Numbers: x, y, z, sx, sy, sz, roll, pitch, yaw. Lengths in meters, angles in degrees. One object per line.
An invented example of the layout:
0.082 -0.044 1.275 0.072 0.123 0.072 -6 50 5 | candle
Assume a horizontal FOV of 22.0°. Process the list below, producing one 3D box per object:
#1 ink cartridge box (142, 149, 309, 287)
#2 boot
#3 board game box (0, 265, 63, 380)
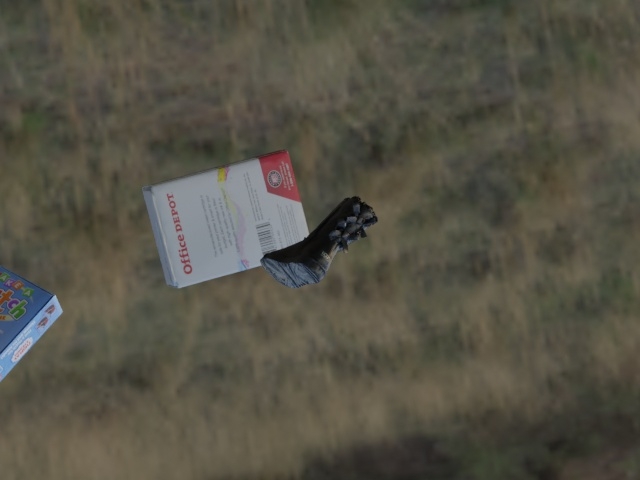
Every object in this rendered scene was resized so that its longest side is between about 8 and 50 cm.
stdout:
-0.113 -0.027 1.975 0.175 0.127 0.072 -15 -175 -15 | ink cartridge box
-0.001 0.000 1.694 0.099 0.045 0.121 -49 -161 -21 | boot
-0.401 0.110 1.741 0.160 0.211 0.039 26 153 28 | board game box
